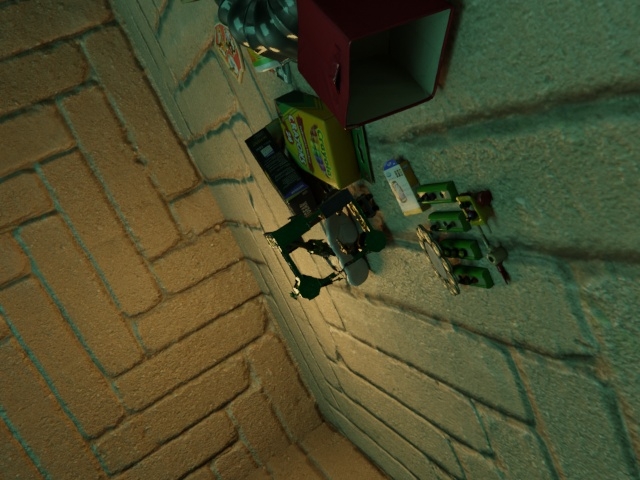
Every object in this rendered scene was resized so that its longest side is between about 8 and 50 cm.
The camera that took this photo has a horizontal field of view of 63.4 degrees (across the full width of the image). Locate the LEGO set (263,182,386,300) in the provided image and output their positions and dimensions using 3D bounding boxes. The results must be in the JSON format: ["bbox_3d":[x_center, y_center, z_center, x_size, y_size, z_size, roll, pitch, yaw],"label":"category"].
[{"bbox_3d":[0.000,0.000,1.428,0.255,0.331,0.192,49,170,-9],"label":"LEGO set"}]

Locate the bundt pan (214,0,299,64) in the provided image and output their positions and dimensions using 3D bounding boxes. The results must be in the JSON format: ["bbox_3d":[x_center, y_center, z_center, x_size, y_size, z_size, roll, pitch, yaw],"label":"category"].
[{"bbox_3d":[-0.090,-0.507,0.976,0.330,0.124,0.331,11,108,38],"label":"bundt pan"}]

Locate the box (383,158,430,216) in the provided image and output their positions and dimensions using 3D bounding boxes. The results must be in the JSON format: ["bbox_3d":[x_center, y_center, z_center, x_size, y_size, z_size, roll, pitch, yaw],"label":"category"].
[{"bbox_3d":[0.192,-0.125,1.183,0.136,0.028,0.081,65,160,-5],"label":"box"}]

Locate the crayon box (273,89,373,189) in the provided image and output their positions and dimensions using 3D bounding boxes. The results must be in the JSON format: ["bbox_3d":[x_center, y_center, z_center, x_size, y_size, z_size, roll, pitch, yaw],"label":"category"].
[{"bbox_3d":[0.003,-0.266,1.372,0.318,0.081,0.202,36,149,49],"label":"crayon box"}]

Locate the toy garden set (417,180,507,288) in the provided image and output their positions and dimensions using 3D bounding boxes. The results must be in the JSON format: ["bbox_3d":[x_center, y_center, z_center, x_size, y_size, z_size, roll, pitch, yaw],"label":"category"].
[{"bbox_3d":[0.295,-0.001,1.067,0.244,0.049,0.203,65,160,-12],"label":"toy garden set"}]

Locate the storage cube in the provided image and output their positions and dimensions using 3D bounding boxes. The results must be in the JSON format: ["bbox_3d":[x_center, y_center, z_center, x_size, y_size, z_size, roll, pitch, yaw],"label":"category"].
[{"bbox_3d":[0.082,-0.340,0.887,0.193,0.214,0.184,57,162,30],"label":"storage cube"}]

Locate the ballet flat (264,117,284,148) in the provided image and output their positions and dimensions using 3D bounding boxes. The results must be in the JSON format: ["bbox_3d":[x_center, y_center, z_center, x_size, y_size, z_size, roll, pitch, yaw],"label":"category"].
[{"bbox_3d":[-0.167,-0.325,1.719,0.080,0.073,0.232,56,161,14],"label":"ballet flat"}]

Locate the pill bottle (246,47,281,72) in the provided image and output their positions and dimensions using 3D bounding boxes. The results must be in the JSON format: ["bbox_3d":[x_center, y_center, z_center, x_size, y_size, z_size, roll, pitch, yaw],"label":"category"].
[{"bbox_3d":[-0.137,-0.544,1.239,0.136,0.136,0.246,23,139,60],"label":"pill bottle"}]

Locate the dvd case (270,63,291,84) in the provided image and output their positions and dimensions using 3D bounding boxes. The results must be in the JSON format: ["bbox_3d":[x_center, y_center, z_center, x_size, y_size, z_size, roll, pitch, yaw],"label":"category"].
[{"bbox_3d":[-0.123,-0.500,1.455,0.119,0.013,0.087,46,156,38],"label":"dvd case"}]

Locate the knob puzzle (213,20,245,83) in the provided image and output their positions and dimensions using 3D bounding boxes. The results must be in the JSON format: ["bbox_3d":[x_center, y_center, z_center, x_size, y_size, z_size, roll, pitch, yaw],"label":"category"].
[{"bbox_3d":[-0.308,-0.632,1.704,0.213,0.030,0.213,50,158,29],"label":"knob puzzle"}]

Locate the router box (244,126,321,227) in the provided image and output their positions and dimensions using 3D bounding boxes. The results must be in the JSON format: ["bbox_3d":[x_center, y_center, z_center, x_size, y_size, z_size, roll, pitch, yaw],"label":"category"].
[{"bbox_3d":[-0.107,-0.183,1.635,0.243,0.081,0.309,54,178,17],"label":"router box"}]

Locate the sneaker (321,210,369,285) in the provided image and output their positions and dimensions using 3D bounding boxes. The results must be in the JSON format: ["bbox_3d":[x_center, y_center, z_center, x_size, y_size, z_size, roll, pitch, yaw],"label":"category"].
[{"bbox_3d":[0.049,0.014,1.616,0.153,0.101,0.269,23,141,56],"label":"sneaker"}]

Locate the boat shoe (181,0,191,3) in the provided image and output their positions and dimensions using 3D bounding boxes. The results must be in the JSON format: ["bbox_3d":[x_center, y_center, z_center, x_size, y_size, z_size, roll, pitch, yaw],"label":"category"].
[{"bbox_3d":[-0.326,-0.753,1.473,0.302,0.113,0.103,12,129,51],"label":"boat shoe"}]

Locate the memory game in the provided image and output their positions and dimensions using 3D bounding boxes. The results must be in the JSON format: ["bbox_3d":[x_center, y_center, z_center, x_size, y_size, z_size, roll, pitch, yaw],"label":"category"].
[{"bbox_3d":[0.266,0.045,1.177,0.186,0.012,0.186,61,180,0],"label":"memory game"}]
